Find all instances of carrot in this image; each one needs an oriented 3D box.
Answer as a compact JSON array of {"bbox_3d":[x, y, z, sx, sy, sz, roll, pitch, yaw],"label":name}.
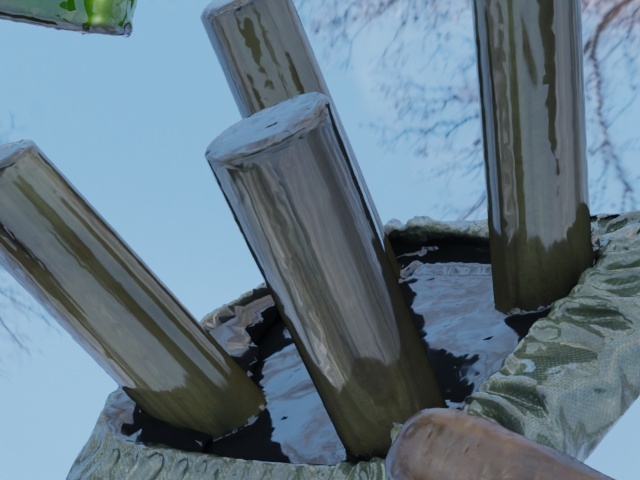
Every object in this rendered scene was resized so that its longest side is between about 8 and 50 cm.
[{"bbox_3d":[0.095,0.090,0.442,0.165,0.036,0.036,20,-104,17],"label":"carrot"}]

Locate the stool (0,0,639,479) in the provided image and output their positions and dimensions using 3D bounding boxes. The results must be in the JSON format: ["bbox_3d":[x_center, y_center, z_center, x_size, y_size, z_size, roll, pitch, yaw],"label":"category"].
[{"bbox_3d":[0.000,0.000,0.778,0.310,0.310,0.226,-42,-65,-38],"label":"stool"}]

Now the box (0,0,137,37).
[{"bbox_3d":[-0.098,-0.249,0.481,0.134,0.097,0.346,7,-78,-22],"label":"box"}]
